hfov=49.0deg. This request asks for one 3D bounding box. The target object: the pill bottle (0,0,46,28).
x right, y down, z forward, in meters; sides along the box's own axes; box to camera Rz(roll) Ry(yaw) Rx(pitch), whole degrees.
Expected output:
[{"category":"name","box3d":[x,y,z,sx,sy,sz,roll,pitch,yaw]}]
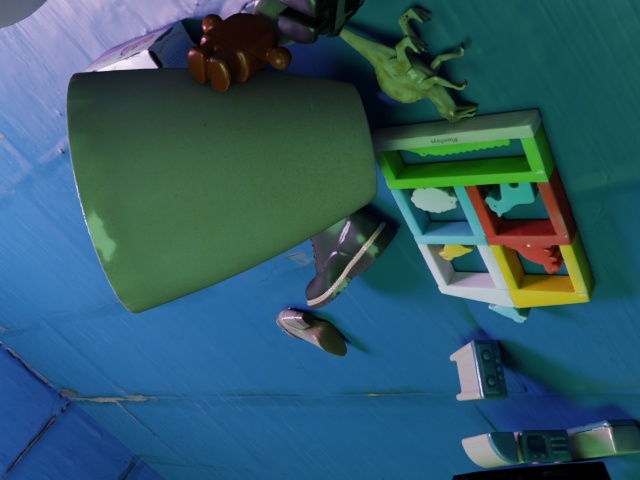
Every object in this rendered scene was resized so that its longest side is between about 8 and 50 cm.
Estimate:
[{"category":"pill bottle","box3d":[-0.445,-0.392,0.708,0.361,0.204,0.204,33,146,1]}]

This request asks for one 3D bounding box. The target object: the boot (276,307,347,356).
[{"category":"boot","box3d":[-0.019,0.156,1.183,0.118,0.042,0.087,46,150,-15]}]

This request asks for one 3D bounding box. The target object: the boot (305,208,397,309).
[{"category":"boot","box3d":[0.000,0.000,0.954,0.137,0.077,0.198,40,132,-1]}]

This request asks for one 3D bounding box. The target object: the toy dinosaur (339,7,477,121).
[{"category":"toy dinosaur","box3d":[0.078,-0.174,0.681,0.183,0.053,0.092,34,147,-1]}]

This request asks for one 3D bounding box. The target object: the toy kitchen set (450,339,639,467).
[{"category":"toy kitchen set","box3d":[0.307,0.220,0.971,0.207,0.165,0.122,5,156,-25]}]

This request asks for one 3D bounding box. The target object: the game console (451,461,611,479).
[{"category":"game console","box3d":[0.312,0.396,1.104,0.213,0.043,0.361,-7,155,5]}]

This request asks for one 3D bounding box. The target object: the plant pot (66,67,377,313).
[{"category":"plant pot","box3d":[-0.088,-0.078,0.745,0.274,0.256,0.256,-13,137,-4]}]

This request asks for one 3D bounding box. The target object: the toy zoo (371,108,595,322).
[{"category":"toy zoo","box3d":[0.193,-0.012,0.804,0.193,0.030,0.293,0,134,40]}]

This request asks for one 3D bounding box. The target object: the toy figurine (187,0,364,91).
[{"category":"toy figurine","box3d":[-0.058,-0.260,0.617,0.213,0.148,0.209,-14,117,50]}]

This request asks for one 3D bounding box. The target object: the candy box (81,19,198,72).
[{"category":"candy box","box3d":[-0.191,-0.163,0.900,0.165,0.070,0.196,-3,132,42]}]
